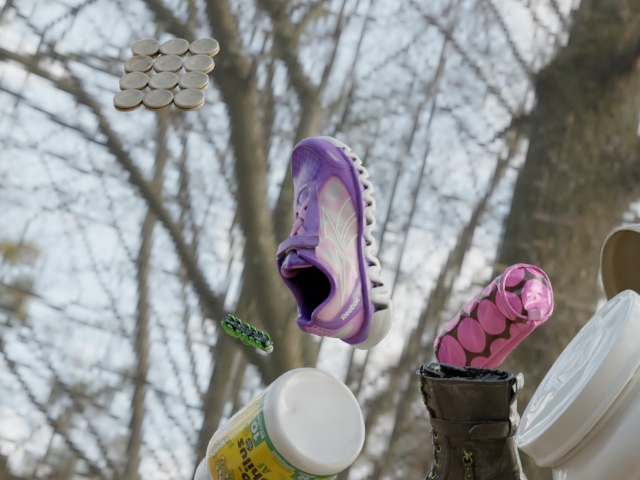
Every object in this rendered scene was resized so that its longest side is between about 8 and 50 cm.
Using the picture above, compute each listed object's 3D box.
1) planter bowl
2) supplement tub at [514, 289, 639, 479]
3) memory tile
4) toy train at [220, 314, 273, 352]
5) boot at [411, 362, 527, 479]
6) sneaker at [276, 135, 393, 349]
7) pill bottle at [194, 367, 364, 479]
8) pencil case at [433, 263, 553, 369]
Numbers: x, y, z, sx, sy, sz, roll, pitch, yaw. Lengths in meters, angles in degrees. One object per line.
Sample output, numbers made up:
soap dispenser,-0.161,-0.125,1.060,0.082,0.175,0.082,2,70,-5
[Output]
planter bowl,0.418,0.045,1.993,0.109,0.162,0.162,-20,-18,-23
supplement tub,0.385,0.224,1.733,0.325,0.235,0.235,37,-31,-2
memory tile,-0.185,-0.198,2.050,0.113,0.148,0.012,0,-50,9
toy train,-0.079,0.103,1.852,0.083,0.017,0.024,24,-33,48
boot,0.164,0.263,2.213,0.263,0.091,0.229,-7,-73,31
sneaker,0.000,0.000,1.795,0.104,0.236,0.095,0,-20,-35
pill bottle,-0.051,0.228,1.826,0.117,0.118,0.208,26,-39,-19
pencil case,0.242,0.122,2.370,0.095,0.098,0.209,12,-37,-20
